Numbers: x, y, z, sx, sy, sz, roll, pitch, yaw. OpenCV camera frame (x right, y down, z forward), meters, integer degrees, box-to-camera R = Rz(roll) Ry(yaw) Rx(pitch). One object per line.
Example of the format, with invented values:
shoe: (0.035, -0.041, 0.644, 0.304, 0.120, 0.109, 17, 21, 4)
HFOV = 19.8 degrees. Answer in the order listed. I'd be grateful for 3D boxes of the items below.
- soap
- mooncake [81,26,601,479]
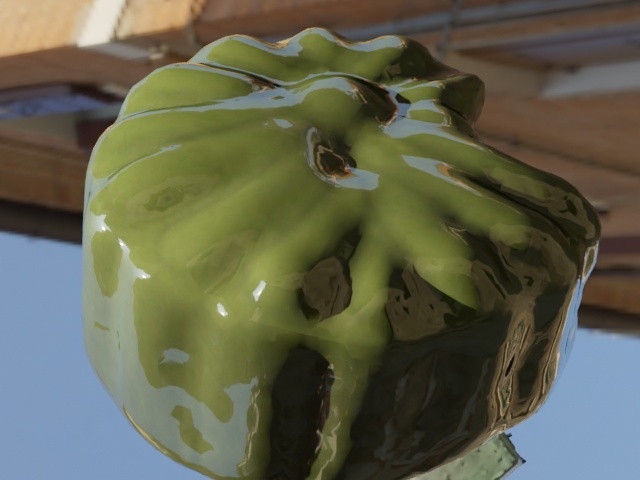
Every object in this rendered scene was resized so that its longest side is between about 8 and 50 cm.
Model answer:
soap: (0.084, 0.141, 1.470, 0.091, 0.230, 0.145, -37, -77, 2)
mooncake: (0.000, 0.000, 1.222, 0.351, 0.351, 0.187, -36, -35, -37)
